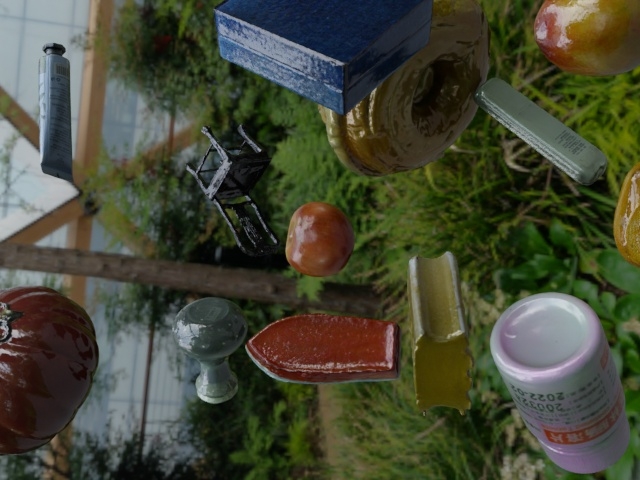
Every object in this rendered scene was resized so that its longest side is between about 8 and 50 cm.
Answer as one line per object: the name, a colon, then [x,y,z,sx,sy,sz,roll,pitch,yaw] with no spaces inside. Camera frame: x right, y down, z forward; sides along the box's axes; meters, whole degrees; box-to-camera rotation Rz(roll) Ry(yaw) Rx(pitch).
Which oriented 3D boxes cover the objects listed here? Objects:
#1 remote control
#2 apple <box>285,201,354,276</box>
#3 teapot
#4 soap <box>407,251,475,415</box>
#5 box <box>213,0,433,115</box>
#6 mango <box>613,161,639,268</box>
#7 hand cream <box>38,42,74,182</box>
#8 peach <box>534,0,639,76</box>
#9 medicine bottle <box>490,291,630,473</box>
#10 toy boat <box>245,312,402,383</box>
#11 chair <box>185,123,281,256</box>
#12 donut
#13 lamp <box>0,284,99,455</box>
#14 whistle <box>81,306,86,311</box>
remote control: [0.447,-0.229,1.534,0.090,0.309,0.038,-39,-20,-26]
apple: [0.000,0.000,1.632,0.163,0.139,0.164,-168,90,-81]
teapot: [-0.262,0.271,1.843,0.183,0.183,0.251,-99,5,-58]
soap: [0.312,0.240,1.981,0.335,0.156,0.294,-86,-11,-51]
box: [0.007,-0.370,1.290,0.261,0.279,0.116,-45,-28,-29]
mango: [0.648,-0.051,1.504,0.102,0.141,0.217,-146,49,-79]
hand cream: [-0.516,-0.251,1.461,0.091,0.058,0.272,24,-122,-69]
peach: [0.724,-0.567,1.970,0.308,0.332,0.308,170,90,-82]
medicine bottle: [0.506,0.304,1.555,0.219,0.219,0.388,-95,-21,-50]
toy boat: [0.003,0.230,1.568,0.133,0.331,0.145,74,-161,-67]
chair: [-0.138,-0.094,1.382,0.229,0.106,0.113,52,128,20]
donut: [0.183,-0.335,1.571,0.198,0.448,0.449,34,125,38]
lamp: [-0.534,0.224,1.318,0.257,0.303,0.303,41,-140,-46]
whistle: [-0.673,0.178,1.880,0.258,0.126,0.067,0,52,41]
